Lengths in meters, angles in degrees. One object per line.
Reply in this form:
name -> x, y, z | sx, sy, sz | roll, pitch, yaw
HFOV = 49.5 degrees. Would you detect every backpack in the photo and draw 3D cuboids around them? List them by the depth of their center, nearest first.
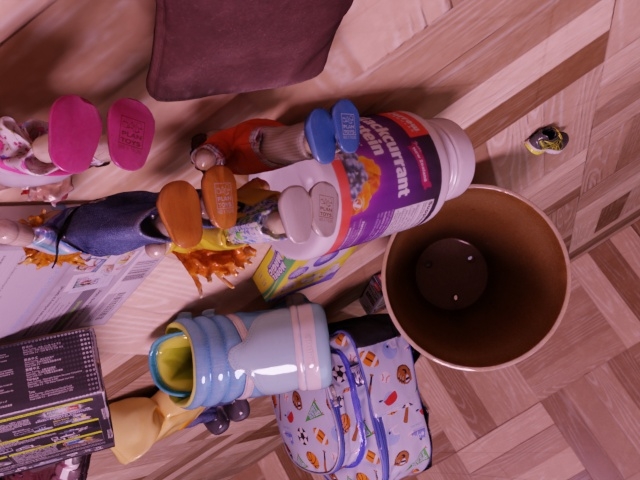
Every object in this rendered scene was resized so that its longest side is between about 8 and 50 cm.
backpack -> 0.052, 0.265, 1.099 | 0.213, 0.263, 0.276 | -22, 179, -27

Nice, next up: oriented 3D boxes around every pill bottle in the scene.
pill bottle -> 0.044, -0.056, 0.608 | 0.194, 0.108, 0.108 | -17, 157, -37

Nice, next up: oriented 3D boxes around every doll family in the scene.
doll family -> -0.101, -0.016, 0.423 | 0.163, 0.118, 0.263 | -4, -177, 42

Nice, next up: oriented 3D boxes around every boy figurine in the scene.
boy figurine -> -0.215, 0.263, 1.053 | 0.177, 0.092, 0.285 | -34, 165, 16

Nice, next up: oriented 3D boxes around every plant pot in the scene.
plant pot -> 0.204, 0.048, 0.998 | 0.237, 0.237, 0.254 | -32, 177, 3

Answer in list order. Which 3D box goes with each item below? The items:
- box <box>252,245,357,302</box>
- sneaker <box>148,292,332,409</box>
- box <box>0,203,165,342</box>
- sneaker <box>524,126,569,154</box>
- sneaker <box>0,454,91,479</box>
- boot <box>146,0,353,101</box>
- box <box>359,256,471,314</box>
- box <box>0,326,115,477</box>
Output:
box -> 0.000, 0.000, 0.788 | 0.105, 0.043, 0.179 | -18, 156, -34
sneaker -> -0.107, 0.137, 0.887 | 0.208, 0.127, 0.319 | -6, 172, -9
box -> -0.218, 0.029, 0.527 | 0.186, 0.038, 0.145 | -8, 151, -51
sneaker -> 0.315, -0.137, 0.940 | 0.083, 0.031, 0.035 | -17, 156, -36
sneaker -> -0.364, 0.269, 0.831 | 0.163, 0.106, 0.281 | 14, 116, -10
boot -> -0.050, -0.130, 0.298 | 0.248, 0.090, 0.207 | -21, 157, -38
box -> 0.172, 0.057, 1.206 | 0.207, 0.036, 0.114 | -24, 160, -20
box -> -0.323, 0.167, 0.602 | 0.270, 0.060, 0.216 | -11, 155, -18
